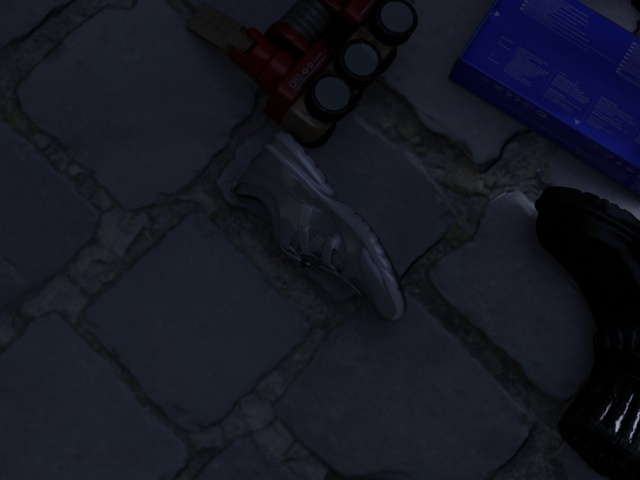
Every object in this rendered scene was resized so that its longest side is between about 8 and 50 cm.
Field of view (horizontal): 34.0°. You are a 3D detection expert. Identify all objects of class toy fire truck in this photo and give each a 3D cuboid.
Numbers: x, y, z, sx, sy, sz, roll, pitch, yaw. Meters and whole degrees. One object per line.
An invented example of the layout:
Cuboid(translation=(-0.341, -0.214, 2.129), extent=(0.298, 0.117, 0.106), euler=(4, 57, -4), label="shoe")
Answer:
Cuboid(translation=(-0.037, -0.267, 1.346), extent=(0.246, 0.158, 0.217), euler=(39, 70, -1), label="toy fire truck")

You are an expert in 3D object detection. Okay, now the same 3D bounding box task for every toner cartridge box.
Cuboid(translation=(0.362, -0.200, 1.385), extent=(0.347, 0.075, 0.165), euler=(33, 75, 4), label="toner cartridge box")

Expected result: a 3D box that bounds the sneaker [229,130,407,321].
Cuboid(translation=(0.000, 0.000, 1.308), extent=(0.115, 0.105, 0.281), euler=(-40, 73, 0), label="sneaker")

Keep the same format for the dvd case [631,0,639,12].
Cuboid(translation=(0.580, -0.324, 1.423), extent=(0.253, 0.022, 0.180), euler=(-24, 54, -10), label="dvd case")

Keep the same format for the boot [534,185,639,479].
Cuboid(translation=(0.350, 0.122, 1.276), extent=(0.348, 0.131, 0.260), euler=(39, 76, 5), label="boot")
